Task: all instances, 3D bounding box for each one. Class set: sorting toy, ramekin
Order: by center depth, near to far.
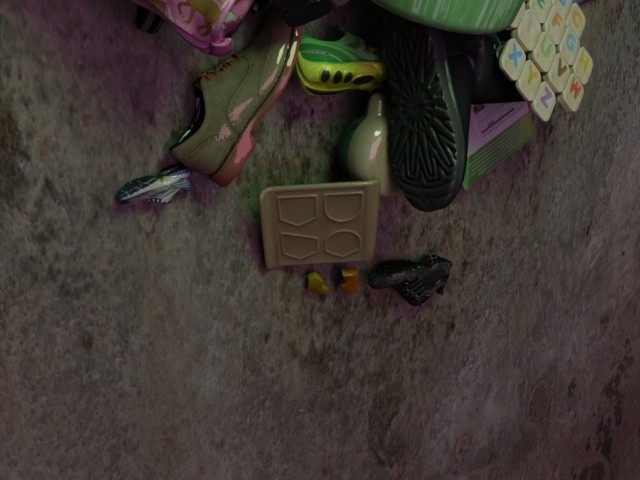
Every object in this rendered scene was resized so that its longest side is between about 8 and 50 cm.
[{"bbox_3d":[0.198,-0.447,0.969,0.304,0.303,0.148,-8,134,-27],"label":"ramekin"},{"bbox_3d":[0.000,0.000,1.226,0.229,0.041,0.307,-7,136,-5],"label":"sorting toy"}]

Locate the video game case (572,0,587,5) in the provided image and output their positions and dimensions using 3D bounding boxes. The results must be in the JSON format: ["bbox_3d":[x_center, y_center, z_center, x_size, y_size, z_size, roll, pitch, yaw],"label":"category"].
[{"bbox_3d":[0.526,-0.642,1.345,0.196,0.026,0.274,-29,121,-18],"label":"video game case"}]

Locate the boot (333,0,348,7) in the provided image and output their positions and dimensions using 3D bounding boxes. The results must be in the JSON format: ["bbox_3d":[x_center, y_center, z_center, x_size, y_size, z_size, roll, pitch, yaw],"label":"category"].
[{"bbox_3d":[0.053,-0.561,1.071,0.244,0.088,0.176,-49,122,-1],"label":"boot"}]

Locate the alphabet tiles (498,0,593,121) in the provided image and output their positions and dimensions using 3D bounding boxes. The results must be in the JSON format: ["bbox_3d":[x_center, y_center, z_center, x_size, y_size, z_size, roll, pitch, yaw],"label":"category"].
[{"bbox_3d":[0.427,-0.378,1.156,0.284,0.021,0.277,40,66,-29],"label":"alphabet tiles"}]

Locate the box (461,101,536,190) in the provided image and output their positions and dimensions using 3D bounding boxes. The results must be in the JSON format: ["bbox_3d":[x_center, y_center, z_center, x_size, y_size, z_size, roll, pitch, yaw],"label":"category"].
[{"bbox_3d":[0.336,-0.303,1.344,0.232,0.058,0.321,-36,120,-13],"label":"box"}]

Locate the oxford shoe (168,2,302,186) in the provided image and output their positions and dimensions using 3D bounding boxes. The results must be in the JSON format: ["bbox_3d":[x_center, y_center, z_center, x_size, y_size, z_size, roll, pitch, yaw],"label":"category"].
[{"bbox_3d":[-0.140,-0.270,1.047,0.130,0.123,0.348,24,92,-26],"label":"oxford shoe"}]

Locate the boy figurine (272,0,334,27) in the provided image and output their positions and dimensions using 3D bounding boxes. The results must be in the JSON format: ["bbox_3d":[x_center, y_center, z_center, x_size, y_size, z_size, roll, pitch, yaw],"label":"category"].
[{"bbox_3d":[-0.062,-0.484,0.946,0.092,0.177,0.285,-21,77,13],"label":"boy figurine"}]

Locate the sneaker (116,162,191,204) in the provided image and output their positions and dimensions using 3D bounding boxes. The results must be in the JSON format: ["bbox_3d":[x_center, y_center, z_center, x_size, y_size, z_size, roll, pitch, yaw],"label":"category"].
[{"bbox_3d":[-0.285,-0.084,1.073,0.135,0.052,0.058,-24,122,-20],"label":"sneaker"}]

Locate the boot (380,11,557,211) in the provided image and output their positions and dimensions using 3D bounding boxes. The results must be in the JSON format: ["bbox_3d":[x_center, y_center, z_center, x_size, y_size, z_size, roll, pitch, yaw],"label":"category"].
[{"bbox_3d":[0.329,-0.275,1.186,0.445,0.146,0.366,-18,107,-39],"label":"boot"}]

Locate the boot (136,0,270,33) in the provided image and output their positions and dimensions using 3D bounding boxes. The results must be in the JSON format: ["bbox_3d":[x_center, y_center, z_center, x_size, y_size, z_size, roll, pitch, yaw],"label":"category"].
[{"bbox_3d":[-0.174,-0.408,0.997,0.179,0.085,0.236,27,94,-37],"label":"boot"}]

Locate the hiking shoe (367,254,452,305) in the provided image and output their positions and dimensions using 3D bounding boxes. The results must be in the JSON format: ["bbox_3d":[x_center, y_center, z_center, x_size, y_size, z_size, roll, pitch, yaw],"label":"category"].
[{"bbox_3d":[0.207,0.102,1.399,0.227,0.086,0.114,-7,108,-29],"label":"hiking shoe"}]

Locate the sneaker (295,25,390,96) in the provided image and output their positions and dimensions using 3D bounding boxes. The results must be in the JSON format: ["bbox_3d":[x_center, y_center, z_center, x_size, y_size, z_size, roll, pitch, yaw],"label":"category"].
[{"bbox_3d":[0.072,-0.340,1.138,0.296,0.109,0.123,-13,78,-42],"label":"sneaker"}]

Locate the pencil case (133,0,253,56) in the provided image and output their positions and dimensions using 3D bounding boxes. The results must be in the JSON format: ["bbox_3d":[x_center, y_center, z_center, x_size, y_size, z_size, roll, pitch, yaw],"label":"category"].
[{"bbox_3d":[-0.260,-0.412,0.828,0.386,0.160,0.167,29,120,-11],"label":"pencil case"}]

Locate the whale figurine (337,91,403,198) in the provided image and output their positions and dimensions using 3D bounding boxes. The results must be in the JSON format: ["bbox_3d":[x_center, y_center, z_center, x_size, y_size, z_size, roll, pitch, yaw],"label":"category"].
[{"bbox_3d":[0.143,-0.212,1.220,0.272,0.141,0.216,-52,128,-11],"label":"whale figurine"}]
